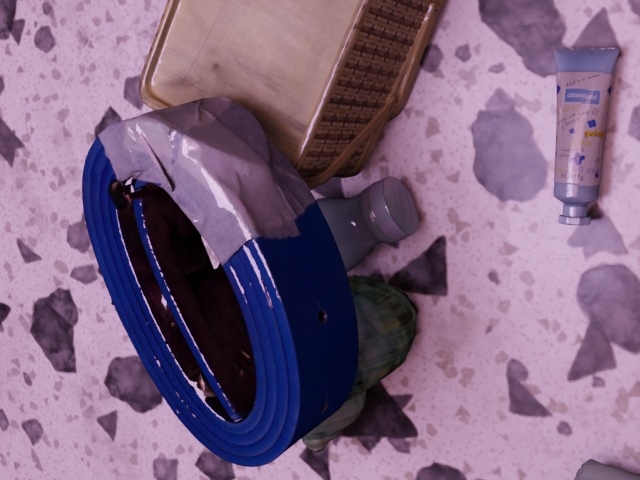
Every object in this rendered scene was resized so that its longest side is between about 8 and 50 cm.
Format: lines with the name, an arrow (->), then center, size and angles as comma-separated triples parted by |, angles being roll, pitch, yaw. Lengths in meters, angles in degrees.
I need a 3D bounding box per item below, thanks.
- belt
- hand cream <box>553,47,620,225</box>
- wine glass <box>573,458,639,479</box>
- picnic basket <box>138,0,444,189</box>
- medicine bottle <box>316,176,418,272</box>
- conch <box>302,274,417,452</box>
belt -> -0.094, 0.037, 0.970 | 0.212, 0.117, 0.347 | -21, 94, 39
hand cream -> 0.252, -0.100, 0.980 | 0.065, 0.043, 0.171 | 6, 95, 29
wine glass -> 0.348, 0.282, 0.943 | 0.231, 0.103, 0.103 | 13, 104, 31
picnic basket -> -0.019, -0.231, 1.048 | 0.228, 0.175, 0.313 | 31, 108, 24
medicine bottle -> 0.000, 0.000, 1.115 | 0.216, 0.090, 0.090 | -24, 85, 30
conch -> 0.009, 0.136, 1.106 | 0.122, 0.175, 0.188 | -105, 26, -44
